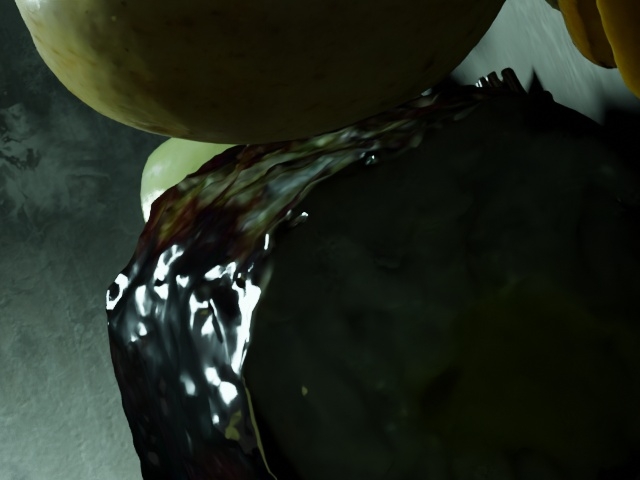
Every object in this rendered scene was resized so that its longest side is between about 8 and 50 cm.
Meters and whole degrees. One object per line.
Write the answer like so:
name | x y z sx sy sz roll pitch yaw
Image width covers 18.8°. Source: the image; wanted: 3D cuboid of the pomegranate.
pomegranate | -0.023 -0.184 0.997 0.307 0.307 0.307 157 90 -85

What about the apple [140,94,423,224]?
apple | 0.015 -0.014 1.523 0.258 0.233 0.295 47 -172 11

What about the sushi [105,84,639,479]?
sushi | 0.037 0.066 1.138 0.281 0.299 0.294 52 163 -18

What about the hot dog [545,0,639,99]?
hot dog | 0.094 -0.191 0.712 0.337 0.100 0.135 71 174 -47

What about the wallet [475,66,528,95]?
wallet | 0.132 -0.036 1.327 0.124 0.042 0.230 63 175 8
